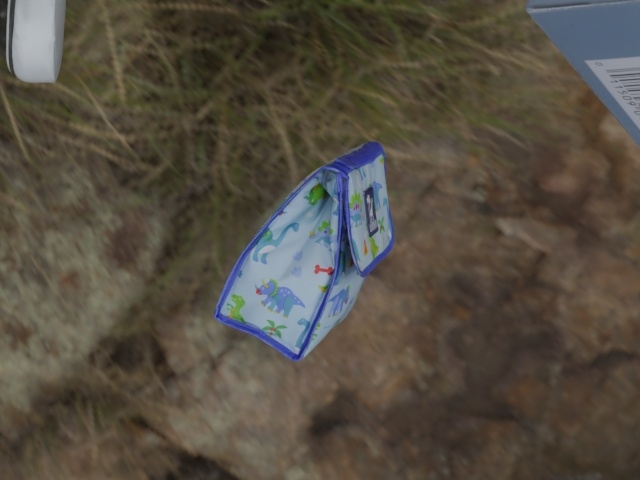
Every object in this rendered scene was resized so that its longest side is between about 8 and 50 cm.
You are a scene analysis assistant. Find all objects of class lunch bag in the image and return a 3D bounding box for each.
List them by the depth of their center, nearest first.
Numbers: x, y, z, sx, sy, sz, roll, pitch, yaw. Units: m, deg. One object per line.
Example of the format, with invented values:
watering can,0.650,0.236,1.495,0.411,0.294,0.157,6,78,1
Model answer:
lunch bag,0.000,0.000,1.470,0.096,0.129,0.151,26,107,8

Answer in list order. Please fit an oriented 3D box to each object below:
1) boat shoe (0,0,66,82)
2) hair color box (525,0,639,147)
boat shoe,-0.161,-0.155,0.929,0.070,0.219,0.077,-3,136,-11
hair color box,0.279,-0.230,1.160,0.185,0.114,0.374,44,61,-36
